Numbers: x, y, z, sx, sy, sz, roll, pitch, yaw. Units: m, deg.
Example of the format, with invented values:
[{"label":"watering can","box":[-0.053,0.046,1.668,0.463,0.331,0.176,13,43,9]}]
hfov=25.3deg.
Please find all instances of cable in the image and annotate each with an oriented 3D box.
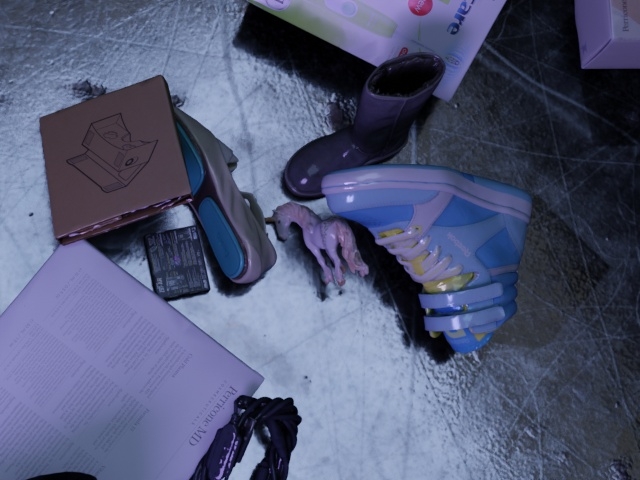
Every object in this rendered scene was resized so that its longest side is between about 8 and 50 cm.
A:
[{"label":"cable","box":[-0.086,0.263,1.646,0.047,0.151,0.184,21,99,31]}]

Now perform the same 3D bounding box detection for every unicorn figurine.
[{"label":"unicorn figurine","box":[0.000,0.000,1.727,0.060,0.162,0.111,-35,104,-37]}]

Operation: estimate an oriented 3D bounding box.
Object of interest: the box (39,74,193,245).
[{"label":"box","box":[-0.242,-0.097,1.669,0.164,0.021,0.201,-19,50,3]}]

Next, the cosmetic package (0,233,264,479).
[{"label":"cosmetic package","box":[-0.290,0.224,1.630,0.284,0.097,0.377,38,75,1]}]

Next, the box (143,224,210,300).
[{"label":"box","box":[-0.174,0.028,1.729,0.067,0.018,0.083,-12,81,-12]}]

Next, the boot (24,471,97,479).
[{"label":"boot","box":[-0.198,0.441,1.505,0.367,0.146,0.445,-20,102,-13]}]

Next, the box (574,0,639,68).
[{"label":"box","box":[0.498,-0.307,1.859,0.311,0.121,0.147,-3,80,-11]}]

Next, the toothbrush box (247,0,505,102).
[{"label":"toothbrush box","box":[0.084,-0.333,1.743,0.283,0.122,0.206,27,116,-5]}]

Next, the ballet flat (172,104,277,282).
[{"label":"ballet flat","box":[-0.124,-0.062,1.729,0.086,0.086,0.248,-23,78,-13]}]

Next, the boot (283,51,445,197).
[{"label":"boot","box":[0.050,-0.136,1.702,0.190,0.208,0.076,-32,85,-14]}]

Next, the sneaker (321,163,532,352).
[{"label":"sneaker","box":[0.131,0.024,1.680,0.319,0.127,0.208,9,80,-38]}]
